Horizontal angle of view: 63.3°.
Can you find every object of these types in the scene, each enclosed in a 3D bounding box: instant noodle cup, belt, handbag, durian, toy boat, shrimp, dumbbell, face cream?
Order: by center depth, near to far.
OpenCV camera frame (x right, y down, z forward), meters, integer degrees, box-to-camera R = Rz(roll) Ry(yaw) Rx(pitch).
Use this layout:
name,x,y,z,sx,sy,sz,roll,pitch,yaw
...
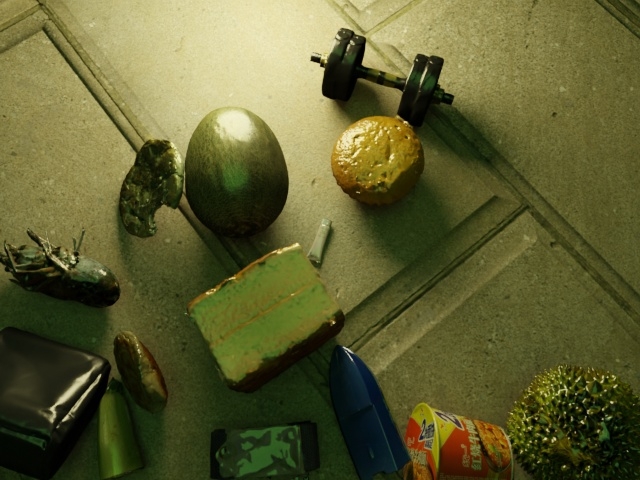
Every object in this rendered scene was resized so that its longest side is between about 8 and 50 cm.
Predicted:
name,x,y,z,sx,sy,sz,roll,pitch,yaw
durian,0.544,0.395,1.079,0.291,0.224,0.291,0,79,2
instant noodle cup,0.285,0.458,1.080,0.174,0.213,0.213,10,73,-6
belt,-0.117,0.455,1.101,0.230,0.139,0.126,-3,72,-3
handbag,-0.643,0.349,1.131,0.302,0.275,0.178,16,118,3
toy boat,0.092,0.369,1.155,0.129,0.088,0.295,-32,64,20
shrimp,-0.638,0.047,1.240,0.372,0.137,0.172,28,38,0
face cream,0.000,0.000,1.304,0.038,0.020,0.115,19,77,5
dumbbell,0.159,-0.423,1.351,0.388,0.185,0.185,18,74,5

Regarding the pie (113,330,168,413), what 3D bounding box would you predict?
name,x,y,z,sx,sy,sz,roll,pitch,yaw
pie,-0.395,0.289,1.146,0.079,0.163,0.193,-25,80,-28

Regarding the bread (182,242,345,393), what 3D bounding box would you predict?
name,x,y,z,sx,sy,sz,roll,pitch,yaw
bread,-0.109,0.172,1.117,0.279,0.279,0.207,-34,75,-7

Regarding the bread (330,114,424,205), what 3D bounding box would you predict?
name,x,y,z,sx,sy,sz,roll,pitch,yaw
bread,0.140,-0.192,1.302,0.240,0.139,0.240,0,73,0

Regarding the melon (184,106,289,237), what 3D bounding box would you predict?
name,x,y,z,sx,sy,sz,roll,pitch,yaw
melon,-0.199,-0.164,1.235,0.248,0.248,0.329,-6,68,-2

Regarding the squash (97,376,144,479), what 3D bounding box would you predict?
name,x,y,z,sx,sy,sz,roll,pitch,yaw
squash,-0.451,0.411,1.151,0.094,0.094,0.224,-15,65,-5

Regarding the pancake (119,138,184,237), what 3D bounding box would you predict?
name,x,y,z,sx,sy,sz,roll,pitch,yaw
pancake,-0.415,-0.133,1.274,0.253,0.037,0.253,-11,72,37
